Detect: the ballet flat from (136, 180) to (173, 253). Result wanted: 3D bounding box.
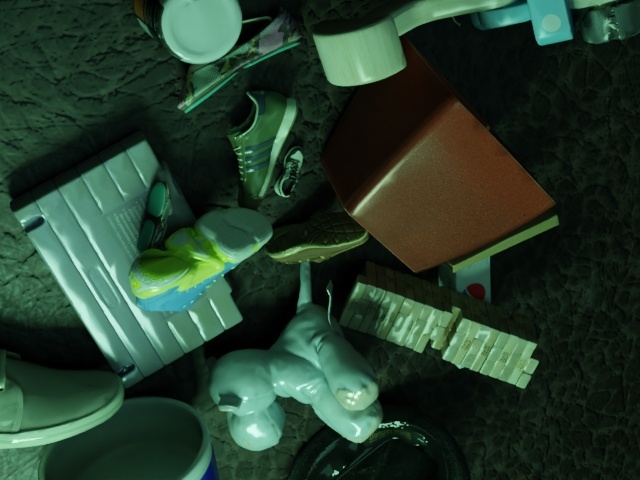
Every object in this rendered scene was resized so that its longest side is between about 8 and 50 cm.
[{"bbox_3d":[-0.239,-0.034,1.653,0.041,0.041,0.114,12,107,-27],"label":"ballet flat"}]

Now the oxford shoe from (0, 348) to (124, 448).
[{"bbox_3d":[-0.508,0.216,1.635,0.449,0.169,0.130,1,110,-18],"label":"oxford shoe"}]

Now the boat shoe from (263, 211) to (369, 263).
[{"bbox_3d":[0.000,0.000,1.785,0.178,0.064,0.060,-12,146,23],"label":"boat shoe"}]

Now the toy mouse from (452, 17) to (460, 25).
[{"bbox_3d":[0.187,-0.410,1.738,0.161,0.031,0.143,40,82,-36],"label":"toy mouse"}]

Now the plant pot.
[{"bbox_3d":[0.156,-0.113,1.735,0.236,0.267,0.267,-43,122,11],"label":"plant pot"}]

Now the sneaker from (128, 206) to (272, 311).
[{"bbox_3d":[-0.185,0.034,1.688,0.240,0.091,0.126,-22,154,-29],"label":"sneaker"}]

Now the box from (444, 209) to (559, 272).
[{"bbox_3d":[0.268,-0.027,1.862,0.201,0.164,0.021,-23,121,-13],"label":"box"}]

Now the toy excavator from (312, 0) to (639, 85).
[{"bbox_3d":[0.244,-0.370,1.647,0.445,0.433,0.222,-10,117,21],"label":"toy excavator"}]

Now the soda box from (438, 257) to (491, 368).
[{"bbox_3d":[0.254,0.110,1.968,0.069,0.074,0.216,-13,116,-18],"label":"soda box"}]

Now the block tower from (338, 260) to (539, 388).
[{"bbox_3d":[0.202,0.137,1.882,0.335,0.097,0.091,19,115,-8],"label":"block tower"}]

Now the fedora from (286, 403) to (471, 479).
[{"bbox_3d":[0.106,0.458,1.980,0.334,0.334,0.152,-36,151,-6],"label":"fedora"}]

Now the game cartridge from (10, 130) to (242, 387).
[{"bbox_3d":[-0.284,0.032,1.712,0.230,0.068,0.355,-32,120,-12],"label":"game cartridge"}]

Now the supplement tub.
[{"bbox_3d":[-0.187,-0.316,1.525,0.117,0.190,0.117,-9,116,-19],"label":"supplement tub"}]

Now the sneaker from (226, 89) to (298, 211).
[{"bbox_3d":[-0.108,-0.142,1.714,0.086,0.064,0.192,18,103,-21],"label":"sneaker"}]

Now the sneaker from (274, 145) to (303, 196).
[{"bbox_3d":[-0.044,-0.107,1.767,0.031,0.037,0.083,14,104,-26],"label":"sneaker"}]

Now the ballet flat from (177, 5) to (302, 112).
[{"bbox_3d":[-0.131,-0.273,1.645,0.221,0.077,0.079,-34,103,-12],"label":"ballet flat"}]

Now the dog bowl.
[{"bbox_3d":[-0.292,0.361,1.727,0.264,0.265,0.104,-19,121,-15],"label":"dog bowl"}]

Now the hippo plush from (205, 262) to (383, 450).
[{"bbox_3d":[-0.052,0.233,1.795,0.236,0.234,0.294,-23,119,-14],"label":"hippo plush"}]
